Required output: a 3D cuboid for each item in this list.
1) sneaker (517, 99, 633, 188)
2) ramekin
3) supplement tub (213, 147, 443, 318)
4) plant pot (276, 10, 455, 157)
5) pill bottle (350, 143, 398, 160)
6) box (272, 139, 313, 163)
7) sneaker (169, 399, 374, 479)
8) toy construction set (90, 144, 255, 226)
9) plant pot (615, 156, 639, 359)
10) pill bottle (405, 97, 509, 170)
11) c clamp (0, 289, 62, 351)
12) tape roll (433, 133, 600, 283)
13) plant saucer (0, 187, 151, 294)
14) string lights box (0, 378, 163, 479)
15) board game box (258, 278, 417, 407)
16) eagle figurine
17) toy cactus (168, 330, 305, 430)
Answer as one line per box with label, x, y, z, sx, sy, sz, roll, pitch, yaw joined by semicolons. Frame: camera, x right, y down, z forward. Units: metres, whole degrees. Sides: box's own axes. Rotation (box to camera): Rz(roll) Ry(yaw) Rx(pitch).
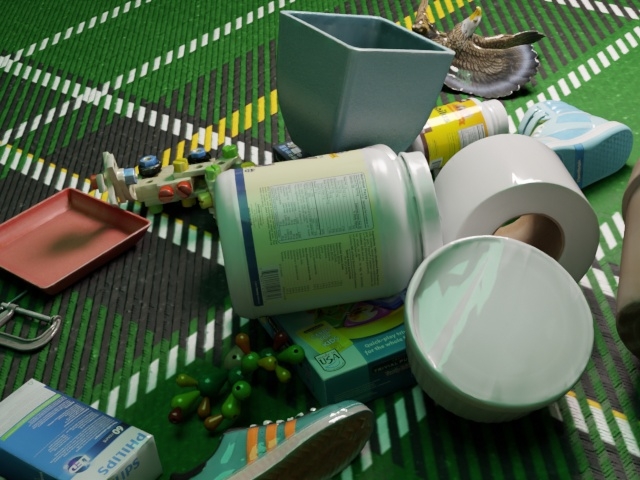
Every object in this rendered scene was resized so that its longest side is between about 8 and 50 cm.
sneaker;0.419;-0.174;2.175;0.319;0.127;0.208;-17;35;-32
ramekin;0.244;0.137;1.640;0.272;0.127;0.273;3;60;-6
supplement tub;0.010;-0.015;1.756;0.324;0.235;0.235;-9;33;-3
plant pot;0.064;-0.274;2.146;0.247;0.252;0.247;-5;28;-36
pill bottle;-0.002;-0.057;2.030;0.301;0.169;0.169;-16;34;-14
box;0.034;-0.149;2.267;0.183;0.059;0.233;-19;35;-19
sneaker;-0.070;0.289;1.564;0.302;0.108;0.121;-26;41;-25
toy construction set;-0.272;-0.103;2.182;0.327;0.151;0.215;3;27;-5
plant pot;0.571;0.044;1.679;0.323;0.323;0.280;15;55;30
pill bottle;0.264;-0.215;2.270;0.215;0.117;0.117;-18;34;-16
c clamp;-0.509;0.138;1.962;0.160;0.022;0.137;17;40;33
tape roll;0.313;-0.030;1.858;0.246;0.246;0.169;-9;33;-2
plant saucer;-0.491;0.006;2.142;0.258;0.048;0.259;21;41;37
string lights box;-0.369;0.301;1.632;0.259;0.077;0.133;18;41;33
board game box;0.052;0.118;1.833;0.253;0.079;0.336;-19;35;-18
eagle figurine;0.343;-0.435;2.577;0.298;0.225;0.226;25;80;-4
toy cactus;-0.132;0.195;1.725;0.219;0.112;0.180;-35;12;5
